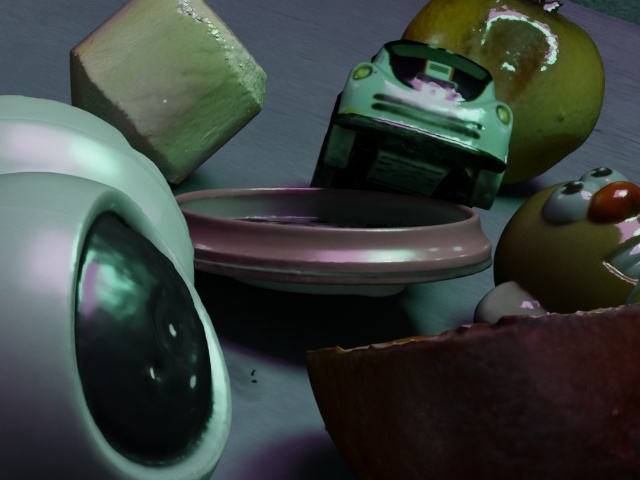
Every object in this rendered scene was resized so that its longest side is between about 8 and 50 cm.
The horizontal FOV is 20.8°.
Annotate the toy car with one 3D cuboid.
[{"bbox_3d":[0.074,-0.086,1.394,0.136,0.125,0.306,16,-7,-1],"label":"toy car"}]

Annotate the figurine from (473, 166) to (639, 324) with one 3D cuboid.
[{"bbox_3d":[0.243,0.052,1.235,0.343,0.167,0.285,1,21,-40],"label":"figurine"}]

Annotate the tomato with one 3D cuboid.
[{"bbox_3d":[0.159,0.103,0.957,0.338,0.143,0.338,-6,-4,0],"label":"tomato"}]

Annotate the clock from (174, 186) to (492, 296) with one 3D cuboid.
[{"bbox_3d":[0.000,0.001,1.235,0.244,0.056,0.244,2,8,0],"label":"clock"}]

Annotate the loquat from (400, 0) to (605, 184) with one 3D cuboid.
[{"bbox_3d":[0.173,-0.157,1.706,0.213,0.213,0.213,17,18,-6],"label":"loquat"}]

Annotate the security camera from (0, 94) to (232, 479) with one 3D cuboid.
[{"bbox_3d":[-0.143,0.054,0.819,0.195,0.194,0.236,13,22,-17],"label":"security camera"}]

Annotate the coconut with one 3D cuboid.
[{"bbox_3d":[-0.131,-0.122,1.392,0.147,0.153,0.147,47,2,-2],"label":"coconut"}]
